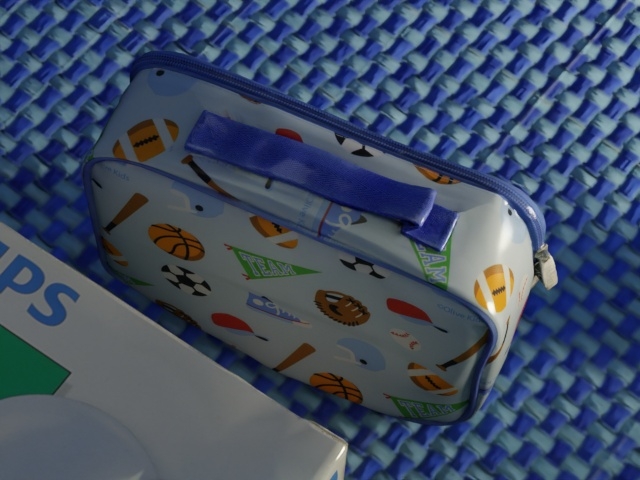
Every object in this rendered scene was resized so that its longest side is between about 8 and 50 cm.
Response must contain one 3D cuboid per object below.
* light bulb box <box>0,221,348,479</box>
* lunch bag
[{"bbox_3d":[-0.226,0.200,1.138,0.358,0.225,0.361,32,67,12],"label":"light bulb box"},{"bbox_3d":[0.000,0.000,1.240,0.303,0.243,0.115,21,64,8],"label":"lunch bag"}]
